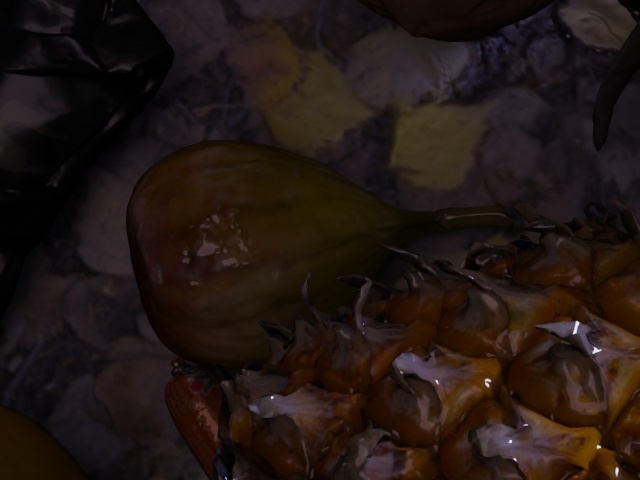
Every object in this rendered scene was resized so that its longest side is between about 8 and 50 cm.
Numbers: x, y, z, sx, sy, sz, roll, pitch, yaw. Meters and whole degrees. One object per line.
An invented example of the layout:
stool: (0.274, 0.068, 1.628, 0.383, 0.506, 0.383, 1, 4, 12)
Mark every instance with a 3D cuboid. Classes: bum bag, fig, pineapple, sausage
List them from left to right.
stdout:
bum bag: (-0.243, -0.049, 0.971, 0.144, 0.095, 0.340, 36, 100, 11)
sausage: (-0.005, 0.220, 0.883, 0.053, 0.053, 0.347, -38, 74, 10)
fig: (0.000, 0.000, 0.880, 0.257, 0.159, 0.159, -7, 81, -1)
pineapple: (0.131, 0.137, 0.712, 0.300, 0.352, 0.352, -27, 76, 6)

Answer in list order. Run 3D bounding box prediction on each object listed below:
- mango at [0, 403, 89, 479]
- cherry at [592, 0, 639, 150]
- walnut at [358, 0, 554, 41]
mango: (-0.298, 0.314, 0.876, 0.300, 0.232, 0.445, 23, 98, 14)
cherry: (0.318, -0.156, 0.717, 0.335, 0.291, 0.326, -25, 49, -2)
walnut: (0.091, -0.229, 0.842, 0.213, 0.213, 0.213, -2, 83, 17)
